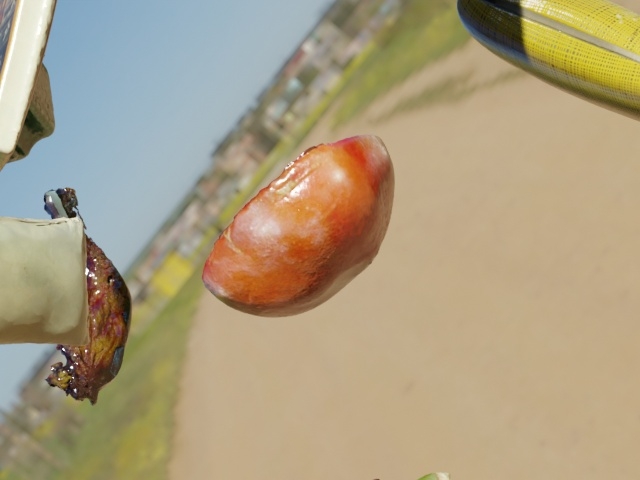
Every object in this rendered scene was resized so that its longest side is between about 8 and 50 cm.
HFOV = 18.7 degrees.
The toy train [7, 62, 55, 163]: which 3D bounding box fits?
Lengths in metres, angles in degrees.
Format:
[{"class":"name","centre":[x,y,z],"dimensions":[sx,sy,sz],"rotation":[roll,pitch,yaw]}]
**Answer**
[{"class":"toy train","centre":[-0.441,-0.185,2.129],"dimensions":[0.299,0.238,0.167],"rotation":[-15,-23,7]}]

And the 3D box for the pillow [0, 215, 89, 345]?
[{"class":"pillow","centre":[-0.278,0.035,1.703],"dimensions":[0.053,0.119,0.208],"rotation":[-11,-8,40]}]

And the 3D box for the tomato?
[{"class":"tomato","centre":[0.000,0.000,1.308],"dimensions":[0.155,0.069,0.155],"rotation":[-37,-14,-11]}]

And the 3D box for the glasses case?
[{"class":"glasses case","centre":[0.179,-0.125,1.276],"dimensions":[0.234,0.079,0.064],"rotation":[31,97,47]}]

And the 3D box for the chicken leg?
[{"class":"chicken leg","centre":[-0.259,0.060,2.137],"dimensions":[0.051,0.106,0.253],"rotation":[-32,59,44]}]

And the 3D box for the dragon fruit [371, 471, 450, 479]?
[{"class":"dragon fruit","centre":[0.019,0.228,1.142],"dimensions":[0.209,0.172,0.172],"rotation":[-35,10,20]}]

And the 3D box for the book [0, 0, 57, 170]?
[{"class":"book","centre":[-0.200,-0.212,1.333],"dimensions":[0.262,0.028,0.374],"rotation":[157,126,-69]}]
